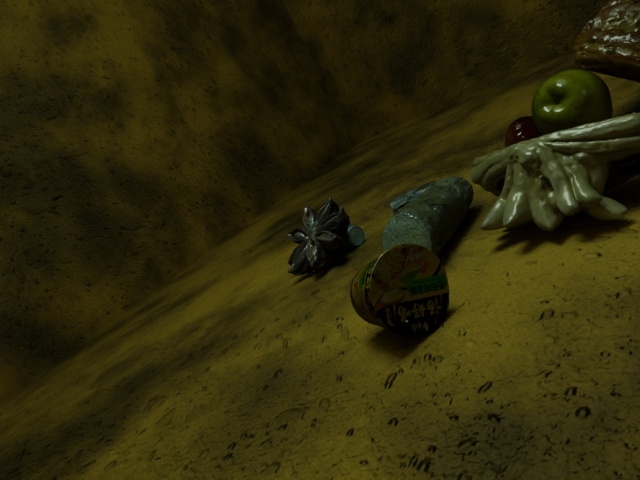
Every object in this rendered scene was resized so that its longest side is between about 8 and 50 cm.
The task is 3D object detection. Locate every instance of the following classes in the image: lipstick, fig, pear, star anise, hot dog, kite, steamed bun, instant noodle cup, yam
[{"bbox_3d":[0.027,-0.005,1.548,0.274,0.061,0.068,-7,49,56],"label":"lipstick"},{"bbox_3d":[0.568,-0.268,1.412,0.119,0.153,0.119,8,34,-5],"label":"fig"},{"bbox_3d":[0.631,-0.332,1.274,0.198,0.198,0.198,-27,13,7],"label":"pear"},{"bbox_3d":[-0.001,0.000,1.434,0.236,0.109,0.223,-18,53,45],"label":"star anise"},{"bbox_3d":[0.794,-0.465,1.160,0.387,0.174,0.267,28,80,35],"label":"hot dog"},{"bbox_3d":[0.273,-0.119,1.587,0.169,0.015,0.310,-23,12,23],"label":"kite"},{"bbox_3d":[0.438,-0.111,0.938,0.247,0.189,0.428,-2,-3,-35],"label":"steamed bun"},{"bbox_3d":[0.124,0.088,0.857,0.151,0.151,0.122,-35,5,-26],"label":"instant noodle cup"},{"bbox_3d":[0.256,-0.055,1.137,0.133,0.133,0.330,-15,17,45],"label":"yam"}]
